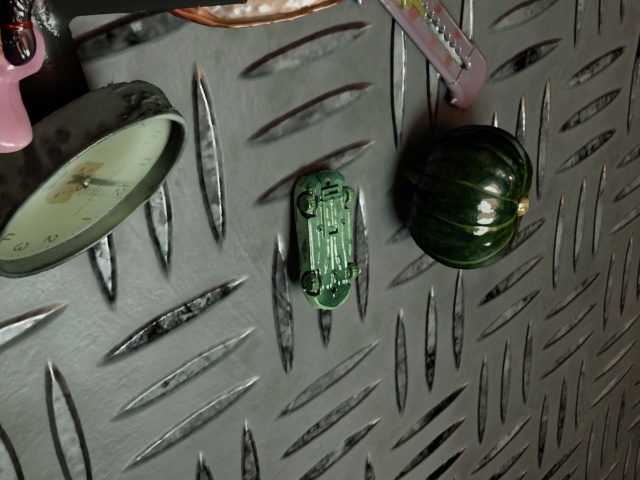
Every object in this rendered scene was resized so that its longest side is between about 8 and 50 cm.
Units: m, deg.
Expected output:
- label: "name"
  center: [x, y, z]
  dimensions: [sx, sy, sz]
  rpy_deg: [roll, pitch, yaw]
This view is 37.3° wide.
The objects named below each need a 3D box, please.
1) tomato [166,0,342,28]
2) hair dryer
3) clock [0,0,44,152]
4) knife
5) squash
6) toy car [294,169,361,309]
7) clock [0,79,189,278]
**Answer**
- label: "tomato"
  center: [-0.078, -0.366, 0.866]
  dimensions: [0.338, 0.144, 0.338]
  rpy_deg: [-8, 113, -20]
- label: "hair dryer"
  center: [-0.182, -0.201, 0.793]
  dimensions: [0.089, 0.251, 0.197]
  rpy_deg: [-89, 172, -53]
- label: "clock"
  center: [-0.291, -0.178, 0.691]
  dimensions: [0.100, 0.194, 0.195]
  rpy_deg: [-55, 162, -64]
- label: "knife"
  center: [0.146, -0.300, 1.281]
  dimensions: [0.132, 0.038, 0.399]
  rpy_deg: [-60, 143, -5]
- label: "squash"
  center: [0.216, -0.065, 1.377]
  dimensions: [0.218, 0.172, 0.218]
  rpy_deg: [-22, 118, -47]
- label: "toy car"
  center: [0.000, 0.000, 1.244]
  dimensions: [0.093, 0.058, 0.186]
  rpy_deg: [-17, 109, -45]
- label: "clock"
  center: [-0.218, -0.051, 0.859]
  dimensions: [0.226, 0.049, 0.226]
  rpy_deg: [-39, 170, -8]
